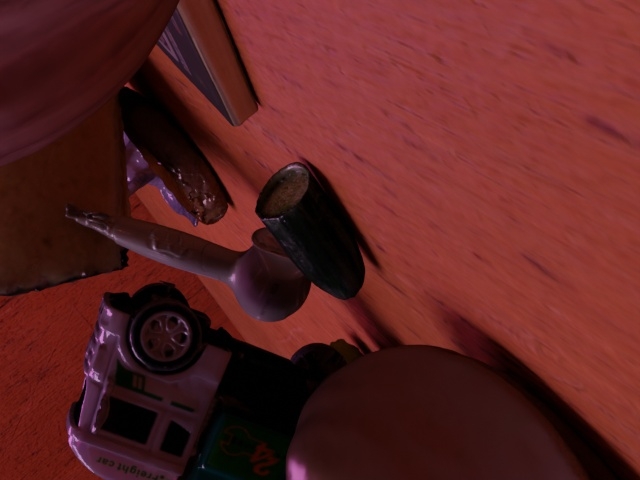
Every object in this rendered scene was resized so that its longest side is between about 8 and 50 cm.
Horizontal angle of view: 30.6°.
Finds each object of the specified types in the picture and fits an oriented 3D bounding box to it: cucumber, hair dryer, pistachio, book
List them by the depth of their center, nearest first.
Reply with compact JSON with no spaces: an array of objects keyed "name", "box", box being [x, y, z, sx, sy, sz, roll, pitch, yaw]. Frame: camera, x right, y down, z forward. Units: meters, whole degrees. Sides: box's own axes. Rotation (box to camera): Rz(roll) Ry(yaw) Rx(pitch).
[{"name":"pistachio","box":[0.098,0.172,0.670,0.288,0.197,0.166,32,-155,36]},{"name":"book","box":[-0.146,-0.210,0.759,0.264,0.027,0.202,47,171,26]},{"name":"cucumber","box":[0.000,0.000,0.799,0.105,0.048,0.048,54,172,-30]},{"name":"hair dryer","box":[-0.117,0.001,1.045,0.237,0.075,0.206,17,165,-1]}]

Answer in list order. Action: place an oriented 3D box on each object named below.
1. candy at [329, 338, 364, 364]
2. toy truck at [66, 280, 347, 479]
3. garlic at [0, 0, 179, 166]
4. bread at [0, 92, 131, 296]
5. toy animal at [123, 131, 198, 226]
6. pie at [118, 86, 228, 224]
[{"name":"candy","box":[0.056,0.194,1.192,0.209,0.097,0.097,46,172,-1]},{"name":"toy truck","box":[-0.040,0.166,1.011,0.364,0.178,0.176,25,178,-12]},{"name":"garlic","box":[-0.174,-0.152,0.363,0.317,0.259,0.317,52,177,4]},{"name":"bread","box":[-0.323,-0.123,1.204,0.395,0.239,0.263,-143,48,-64]},{"name":"toy animal","box":[-0.255,-0.116,1.620,0.239,0.176,0.255,50,138,-12]},{"name":"pie","box":[-0.172,-0.095,1.340,0.195,0.046,0.195,50,172,9]}]
